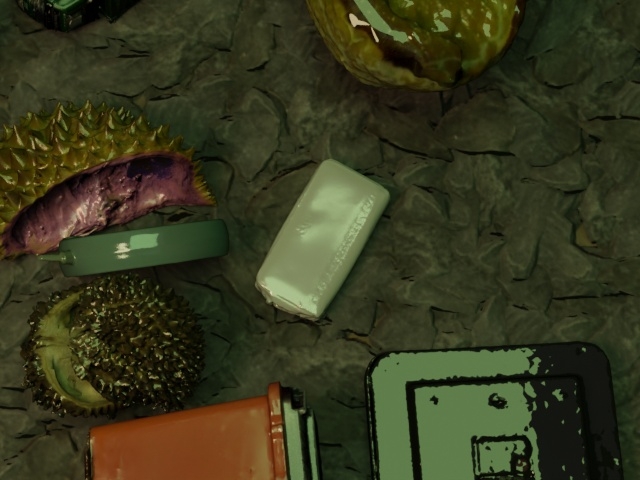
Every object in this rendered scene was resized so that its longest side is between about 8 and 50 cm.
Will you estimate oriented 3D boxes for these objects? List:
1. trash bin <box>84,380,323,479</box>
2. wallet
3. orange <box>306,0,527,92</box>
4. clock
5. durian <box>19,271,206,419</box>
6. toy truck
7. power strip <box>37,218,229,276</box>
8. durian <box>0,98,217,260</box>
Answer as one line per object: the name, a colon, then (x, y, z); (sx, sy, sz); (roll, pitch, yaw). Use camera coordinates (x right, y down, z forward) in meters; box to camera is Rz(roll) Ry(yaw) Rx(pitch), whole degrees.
trash bin: (-0.116, 0.258, 1.646); (0.239, 0.161, 0.184); (-8, 73, 1)
wallet: (0.000, 0.000, 1.793); (0.095, 0.033, 0.190); (30, 72, 6)
orange: (0.100, -0.332, 1.807); (0.271, 0.210, 0.368); (25, 72, -22)
clock: (0.194, 0.246, 1.725); (0.279, 0.049, 0.273); (-3, 73, -6)
durian: (-0.212, 0.123, 1.669); (0.196, 0.196, 0.167); (21, 71, 1)
toy truck: (-0.240, -0.346, 1.850); (0.259, 0.088, 0.121); (-41, 80, -16)
power strip: (-0.199, 0.009, 1.709); (0.216, 0.137, 0.044); (-8, 91, -17)
durian: (-0.278, -0.087, 1.760); (0.260, 0.154, 0.186); (-29, 53, -21)
